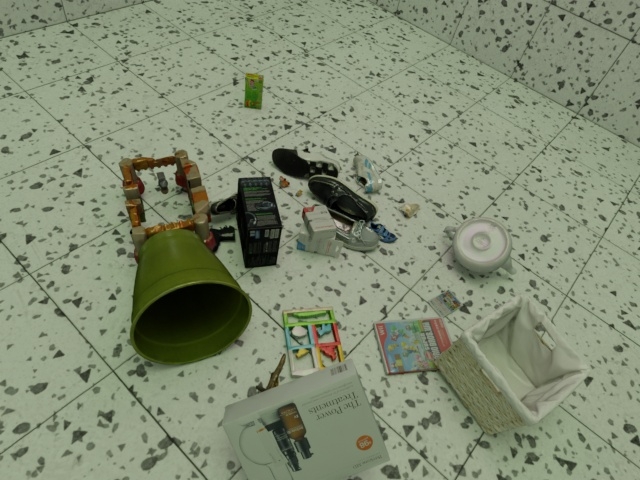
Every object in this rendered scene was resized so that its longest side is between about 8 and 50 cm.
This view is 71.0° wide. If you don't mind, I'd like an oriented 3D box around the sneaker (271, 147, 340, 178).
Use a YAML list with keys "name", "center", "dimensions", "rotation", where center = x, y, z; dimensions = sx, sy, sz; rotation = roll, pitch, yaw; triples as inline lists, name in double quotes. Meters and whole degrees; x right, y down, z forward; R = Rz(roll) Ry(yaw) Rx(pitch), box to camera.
- name: "sneaker"
  center: [-0.064, -0.369, 2.132]
  dimensions: [0.331, 0.122, 0.146]
  rotation: [18, 32, 4]

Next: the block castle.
- name: "block castle"
  center: [-0.599, -0.128, 1.752]
  dimensions: [0.303, 0.212, 0.453]
  rotation: [-14, 54, -17]

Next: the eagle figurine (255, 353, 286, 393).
- name: "eagle figurine"
  center: [-0.057, 0.535, 1.370]
  dimensions: [0.298, 0.225, 0.226]
  rotation: [39, 93, -17]

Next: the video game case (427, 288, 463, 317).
- name: "video game case"
  center: [0.500, 0.253, 1.799]
  dimensions: [0.122, 0.011, 0.087]
  rotation: [-23, 59, -27]

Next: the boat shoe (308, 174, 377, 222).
- name: "boat shoe"
  center: [0.084, -0.174, 1.984]
  dimensions: [0.340, 0.127, 0.113]
  rotation: [32, 40, 2]

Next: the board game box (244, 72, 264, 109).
- name: "board game box"
  center: [-0.348, -0.777, 2.342]
  dimensions: [0.092, 0.181, 0.043]
  rotation: [6, 51, -8]

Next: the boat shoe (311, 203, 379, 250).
- name: "boat shoe"
  center: [0.101, -0.058, 1.906]
  dimensions: [0.321, 0.103, 0.118]
  rotation: [26, 51, 10]

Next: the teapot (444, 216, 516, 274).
- name: "teapot"
  center: [0.680, 0.030, 1.915]
  dimensions: [0.253, 0.187, 0.255]
  rotation: [-12, 69, 12]

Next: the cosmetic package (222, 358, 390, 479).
- name: "cosmetic package"
  center: [-0.036, 0.527, 1.227]
  dimensions: [0.378, 0.284, 0.097]
  rotation: [-21, 14, -1]

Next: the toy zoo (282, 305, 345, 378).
- name: "toy zoo"
  center: [-0.023, 0.372, 1.579]
  dimensions: [0.193, 0.030, 0.293]
  rotation: [-3, 53, -14]

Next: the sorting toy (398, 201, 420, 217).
- name: "sorting toy"
  center: [0.404, -0.148, 2.087]
  dimensions: [0.083, 0.044, 0.075]
  rotation: [-33, 57, -31]

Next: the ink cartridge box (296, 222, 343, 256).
- name: "ink cartridge box"
  center: [0.000, 0.000, 1.838]
  dimensions: [0.180, 0.104, 0.060]
  rotation: [12, 47, -3]

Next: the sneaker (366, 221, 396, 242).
- name: "sneaker"
  center: [0.264, -0.037, 1.953]
  dimensions: [0.144, 0.059, 0.053]
  rotation: [20, 48, 3]

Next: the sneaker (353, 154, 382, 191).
- name: "sneaker"
  center: [0.208, -0.327, 2.160]
  dimensions: [0.092, 0.087, 0.228]
  rotation: [-15, 54, -20]

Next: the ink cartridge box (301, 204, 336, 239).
- name: "ink cartridge box"
  center: [-0.007, -0.071, 1.789]
  dimensions: [0.099, 0.056, 0.135]
  rotation: [-8, 50, -20]

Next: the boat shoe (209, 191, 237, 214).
- name: "boat shoe"
  center: [-0.362, -0.152, 1.876]
  dimensions: [0.070, 0.077, 0.219]
  rotation: [3, 23, 45]

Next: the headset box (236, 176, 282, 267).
- name: "headset box"
  center: [-0.247, -0.079, 1.756]
  dimensions: [0.131, 0.246, 0.282]
  rotation: [-5, 53, -16]

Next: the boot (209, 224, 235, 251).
- name: "boot"
  center: [-0.391, -0.008, 1.803]
  dimensions: [0.099, 0.045, 0.121]
  rotation: [-3, 52, -18]

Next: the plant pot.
- name: "plant pot"
  center: [-0.457, 0.155, 1.491]
  dimensions: [0.367, 0.366, 0.353]
  rotation: [-13, 43, -21]

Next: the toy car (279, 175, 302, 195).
- name: "toy car"
  center: [-0.143, -0.245, 2.040]
  dimensions: [0.122, 0.060, 0.040]
  rotation: [36, 85, 25]

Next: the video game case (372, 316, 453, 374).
- name: "video game case"
  center: [0.351, 0.383, 1.654]
  dimensions: [0.286, 0.025, 0.204]
  rotation: [-2, 52, -13]

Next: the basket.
- name: "basket"
  center: [0.630, 0.416, 1.511]
  dimensions: [0.332, 0.266, 0.328]
  rotation: [-24, 66, -27]
